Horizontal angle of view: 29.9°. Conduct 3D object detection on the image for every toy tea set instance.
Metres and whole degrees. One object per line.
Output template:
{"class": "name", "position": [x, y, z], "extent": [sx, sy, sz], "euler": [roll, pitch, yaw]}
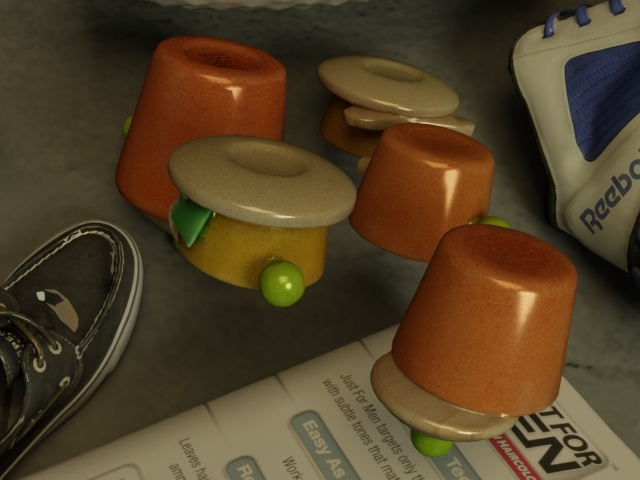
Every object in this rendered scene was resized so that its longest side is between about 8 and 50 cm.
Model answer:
{"class": "toy tea set", "position": [0.000, 0.000, 0.615], "extent": [0.200, 0.124, 0.336], "euler": [7, 25, -15]}

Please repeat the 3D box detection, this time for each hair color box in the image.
{"class": "hair color box", "position": [-0.036, 0.176, 0.547], "extent": [0.375, 0.113, 0.185], "euler": [-21, 42, -16]}

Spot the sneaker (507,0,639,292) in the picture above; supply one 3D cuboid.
{"class": "sneaker", "position": [0.206, -0.119, 0.689], "extent": [0.182, 0.315, 0.127], "euler": [32, 18, 38]}

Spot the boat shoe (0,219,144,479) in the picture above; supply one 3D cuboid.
{"class": "boat shoe", "position": [-0.172, 0.072, 0.629], "extent": [0.080, 0.076, 0.228], "euler": [37, 67, 8]}

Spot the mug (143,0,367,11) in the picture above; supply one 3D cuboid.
{"class": "mug", "position": [-0.024, -0.317, 0.698], "extent": [0.328, 0.276, 0.374], "euler": [-16, 86, -10]}
